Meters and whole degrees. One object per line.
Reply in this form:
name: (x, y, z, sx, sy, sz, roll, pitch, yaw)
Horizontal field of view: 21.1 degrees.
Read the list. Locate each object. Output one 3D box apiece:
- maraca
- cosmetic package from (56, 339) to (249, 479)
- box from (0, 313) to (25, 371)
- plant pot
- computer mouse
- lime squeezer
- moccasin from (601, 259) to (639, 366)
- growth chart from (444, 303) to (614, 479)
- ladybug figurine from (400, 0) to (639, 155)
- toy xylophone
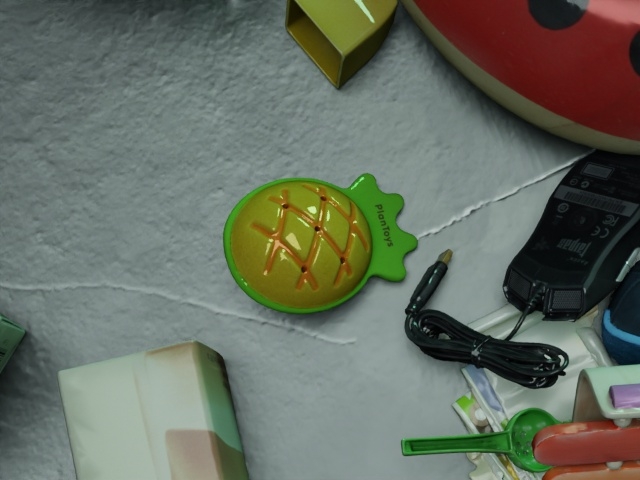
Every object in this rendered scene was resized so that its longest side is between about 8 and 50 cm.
maraca: (0.000, 0.000, 1.550, 0.185, 0.099, 0.127, -13, 80, -24)
cosmetic package: (-0.125, 0.248, 1.486, 0.129, 0.153, 0.296, -13, 80, 4)
box: (-0.419, 0.051, 1.576, 0.275, 0.094, 0.113, 33, 85, 10)
plant pot: (0.025, -0.208, 1.592, 0.083, 0.081, 0.081, -37, 79, -12)
computer mouse: (0.192, 0.024, 1.540, 0.184, 0.060, 0.262, 11, 57, 37)
lime squeezer: (0.222, 0.159, 1.473, 0.310, 0.110, 0.059, -6, 62, 1)
moccasin: (0.416, 0.100, 1.473, 0.342, 0.138, 0.117, 24, 72, 8)
growth chart: (0.205, 0.160, 1.538, 0.172, 0.021, 0.237, -21, 79, 2)
ladybug figurine: (0.233, -0.267, 1.531, 0.449, 0.162, 0.305, 43, 82, 13)
toy xylophone: (0.294, 0.203, 1.407, 0.236, 0.323, 0.081, -10, 43, 2)
